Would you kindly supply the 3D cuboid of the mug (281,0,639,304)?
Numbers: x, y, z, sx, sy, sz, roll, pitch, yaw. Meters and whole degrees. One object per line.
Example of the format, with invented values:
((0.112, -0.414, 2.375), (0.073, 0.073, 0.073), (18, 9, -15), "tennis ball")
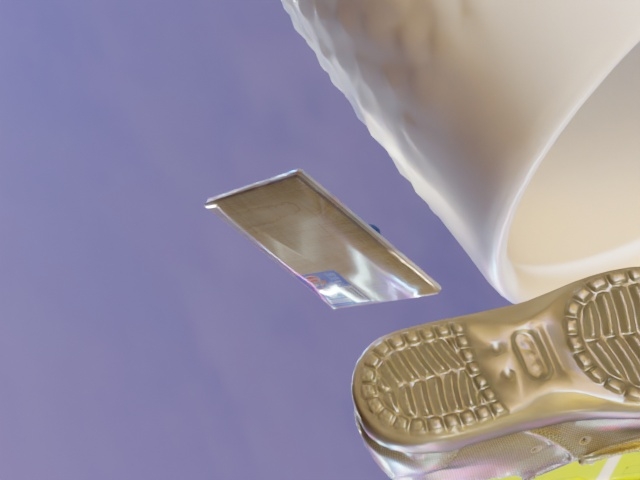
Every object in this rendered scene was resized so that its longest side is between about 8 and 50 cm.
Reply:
((0.133, -0.194, 0.894), (0.328, 0.374, 0.276), (53, -35, 24), "mug")

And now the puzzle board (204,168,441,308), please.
((0.000, 0.000, 1.010), (0.096, 0.011, 0.128), (39, -19, -16), "puzzle board")

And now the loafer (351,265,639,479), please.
((0.078, 0.046, 0.622), (0.050, 0.148, 0.056), (108, -27, -57), "loafer")

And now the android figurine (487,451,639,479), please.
((0.183, 0.154, 1.335), (0.273, 0.248, 0.056), (-12, -79, 27), "android figurine")
